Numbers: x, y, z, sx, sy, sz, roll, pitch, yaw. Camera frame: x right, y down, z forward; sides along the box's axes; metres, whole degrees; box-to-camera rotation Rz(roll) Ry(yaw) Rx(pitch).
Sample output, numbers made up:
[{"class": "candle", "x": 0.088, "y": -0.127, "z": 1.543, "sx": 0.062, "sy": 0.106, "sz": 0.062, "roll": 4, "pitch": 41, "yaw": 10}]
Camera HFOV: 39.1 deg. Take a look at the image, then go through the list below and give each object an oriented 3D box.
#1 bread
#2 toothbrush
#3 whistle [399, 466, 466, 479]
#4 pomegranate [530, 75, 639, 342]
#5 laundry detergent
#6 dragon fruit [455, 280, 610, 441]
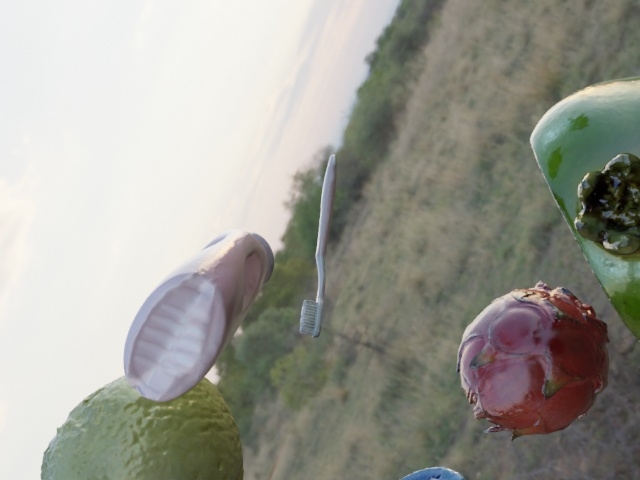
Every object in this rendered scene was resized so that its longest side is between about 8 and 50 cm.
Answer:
[{"class": "bread", "x": -0.267, "y": 0.339, "z": 1.372, "sx": 0.320, "sy": 0.321, "sz": 0.237, "roll": 112, "pitch": 143, "yaw": -48}, {"class": "toothbrush", "x": 0.000, "y": 0.000, "z": 1.337, "sx": 0.025, "sy": 0.030, "sz": 0.307, "roll": 122, "pitch": 158, "yaw": -60}, {"class": "whistle", "x": 0.026, "y": 0.234, "z": 0.591, "sx": 0.269, "sy": 0.093, "sz": 0.180, "roll": -18, "pitch": 36, "yaw": 40}, {"class": "pomegranate", "x": 0.383, "y": -0.051, "z": 1.003, "sx": 0.216, "sy": 0.309, "sz": 0.358, "roll": -25, "pitch": -9, "yaw": 17}, {"class": "laundry detergent", "x": -0.115, "y": 0.055, "z": 0.981, "sx": 0.159, "sy": 0.088, "sz": 0.335, "roll": -58, "pitch": 1, "yaw": 15}, {"class": "dragon fruit", "x": 0.342, "y": 0.190, "z": 1.448, "sx": 0.241, "sy": 0.252, "sz": 0.241, "roll": 57, "pitch": -159, "yaw": -36}]
